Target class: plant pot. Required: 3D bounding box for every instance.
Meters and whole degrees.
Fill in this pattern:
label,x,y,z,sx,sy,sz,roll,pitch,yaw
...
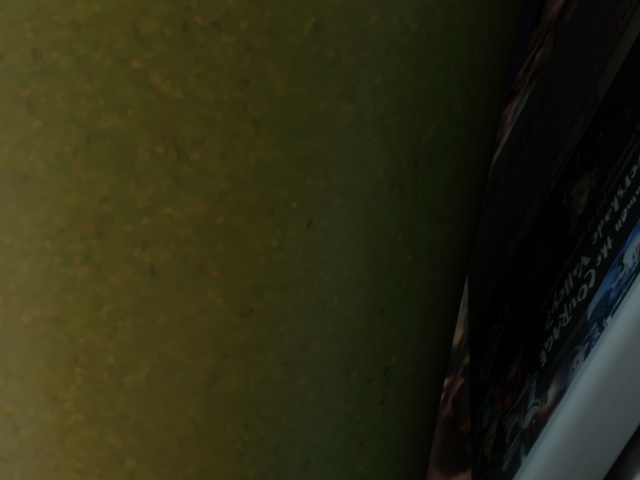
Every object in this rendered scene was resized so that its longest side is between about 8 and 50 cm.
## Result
label,x,y,z,sx,sy,sz,roll,pitch,yaw
plant pot,-0.058,-0.016,0.472,0.276,0.276,0.253,-136,48,-78

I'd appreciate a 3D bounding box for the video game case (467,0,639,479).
label,x,y,z,sx,sy,sz,roll,pitch,yaw
video game case,0.087,-0.030,0.436,0.173,0.022,0.190,-83,15,-57

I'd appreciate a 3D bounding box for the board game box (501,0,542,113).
label,x,y,z,sx,sy,sz,roll,pitch,yaw
board game box,0.000,0.000,0.681,0.165,0.042,0.243,-14,50,62
